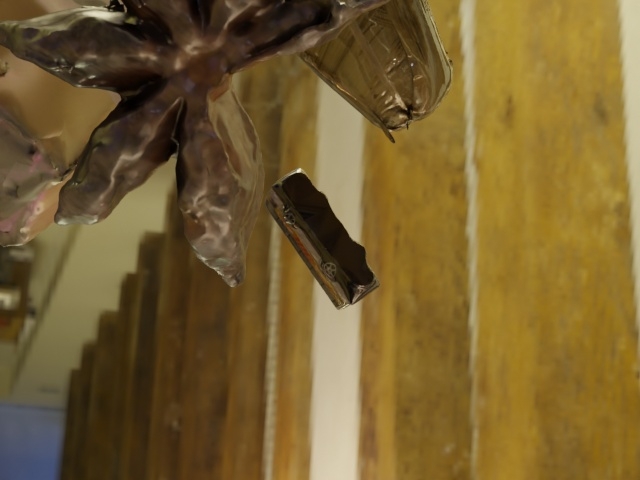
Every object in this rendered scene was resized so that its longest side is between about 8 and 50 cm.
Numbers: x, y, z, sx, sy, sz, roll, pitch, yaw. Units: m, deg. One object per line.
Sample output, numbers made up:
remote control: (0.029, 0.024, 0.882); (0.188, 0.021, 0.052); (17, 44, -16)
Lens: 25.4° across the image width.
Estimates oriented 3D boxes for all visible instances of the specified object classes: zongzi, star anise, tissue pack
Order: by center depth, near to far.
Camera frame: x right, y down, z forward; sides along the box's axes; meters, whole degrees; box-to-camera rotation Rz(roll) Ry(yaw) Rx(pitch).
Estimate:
star anise: (-0.069, -0.086, 0.661); (0.208, 0.172, 0.063); (-57, -177, 16)
tissue pack: (-0.180, -0.144, 0.842); (0.123, 0.215, 0.257); (-37, -168, 39)
zongzi: (0.058, -0.207, 1.137); (0.197, 0.194, 0.099); (-45, 179, 19)

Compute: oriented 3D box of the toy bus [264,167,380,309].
toy bus: (0.000, 0.000, 1.698); (0.172, 0.057, 0.072); (55, -26, 3)
